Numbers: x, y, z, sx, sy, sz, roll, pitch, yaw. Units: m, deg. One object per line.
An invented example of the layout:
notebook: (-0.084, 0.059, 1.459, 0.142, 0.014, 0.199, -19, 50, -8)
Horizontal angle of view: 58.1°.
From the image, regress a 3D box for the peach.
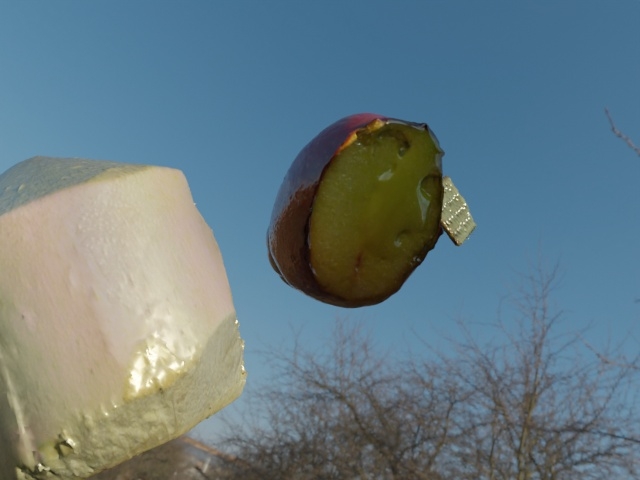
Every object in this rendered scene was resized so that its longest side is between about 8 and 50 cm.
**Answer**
peach: (0.067, -0.052, 0.946, 0.281, 0.281, 0.338, 29, -48, -13)

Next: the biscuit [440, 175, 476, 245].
biscuit: (0.287, -0.066, 1.255, 0.016, 0.203, 0.144, -38, -94, 32)

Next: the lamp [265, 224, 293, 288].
lamp: (0.000, 0.000, 1.563, 0.303, 0.303, 0.257, 41, -5, -33)

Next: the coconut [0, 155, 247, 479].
coconut: (-0.234, 0.063, 0.582, 0.309, 0.298, 0.297, 66, -28, 8)
